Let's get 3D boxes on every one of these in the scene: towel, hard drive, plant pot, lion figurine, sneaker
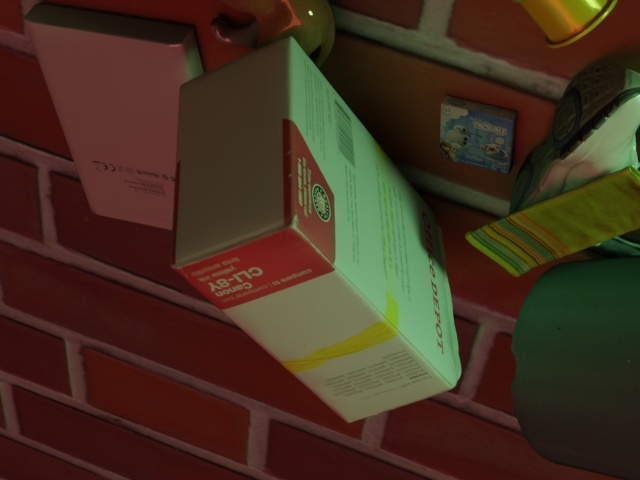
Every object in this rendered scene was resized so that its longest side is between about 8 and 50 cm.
[{"bbox_3d":[0.286,-0.018,1.584,0.102,0.021,0.237,30,143,-34],"label":"towel"},{"bbox_3d":[-0.247,-0.154,1.869,0.233,0.047,0.353,12,140,20],"label":"hard drive"},{"bbox_3d":[0.424,0.153,1.610,0.334,0.341,0.341,1,135,41],"label":"plant pot"},{"bbox_3d":[-0.091,-0.302,1.559,0.240,0.142,0.392,-24,134,37],"label":"lion figurine"},{"bbox_3d":[0.314,-0.093,1.573,0.129,0.111,0.297,16,149,-5],"label":"sneaker"}]

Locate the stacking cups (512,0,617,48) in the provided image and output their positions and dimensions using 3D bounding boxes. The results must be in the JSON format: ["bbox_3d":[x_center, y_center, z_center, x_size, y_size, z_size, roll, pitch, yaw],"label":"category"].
[{"bbox_3d":[0.169,-0.333,1.370,0.096,0.096,0.316,-22,121,45],"label":"stacking cups"}]

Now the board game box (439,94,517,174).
[{"bbox_3d":[0.188,-0.126,1.658,0.090,0.020,0.090,15,139,17],"label":"board game box"}]

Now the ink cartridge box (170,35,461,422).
[{"bbox_3d":[0.000,0.000,1.616,0.160,0.279,0.384,-21,138,22],"label":"ink cartridge box"}]
